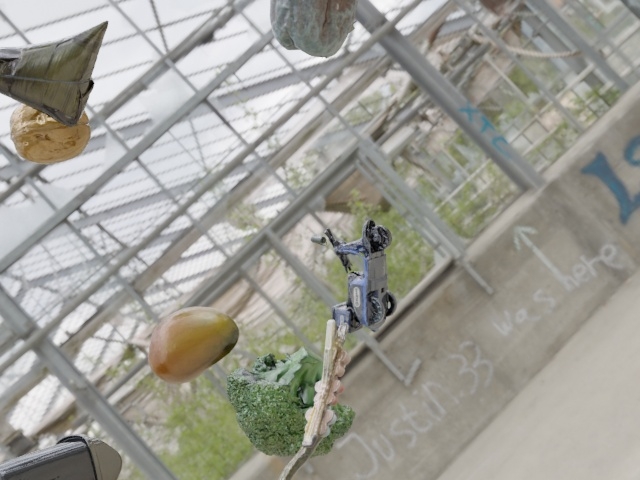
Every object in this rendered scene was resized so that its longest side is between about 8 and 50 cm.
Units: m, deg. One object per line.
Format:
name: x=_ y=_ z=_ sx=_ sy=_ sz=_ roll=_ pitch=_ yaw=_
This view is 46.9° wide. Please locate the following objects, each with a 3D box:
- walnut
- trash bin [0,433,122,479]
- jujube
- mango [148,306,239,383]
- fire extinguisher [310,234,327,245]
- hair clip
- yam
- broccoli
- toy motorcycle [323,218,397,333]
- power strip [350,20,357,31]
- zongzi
walnut: x=-0.774 y=-0.316 z=2.121 sx=0.226 sy=0.193 sz=0.193 roll=-20 pitch=-6 yaw=-5
trash bin: x=-0.642 y=0.573 z=1.762 sx=0.290 sy=0.182 sz=0.209 roll=-7 pitch=-11 yaw=-45
jujube: x=-0.023 y=-0.667 z=2.022 sx=0.247 sy=0.215 sz=0.308 roll=-1 pitch=-68 yaw=-40
mango: x=-0.343 y=0.265 z=1.948 sx=0.254 sy=0.175 sz=0.139 roll=-38 pitch=4 yaw=6
fire extinguisher: x=0.000 y=0.000 z=2.453 sx=0.025 sy=0.038 sz=0.083 roll=-41 pitch=21 yaw=-22
hair clip: x=0.013 y=0.234 z=1.202 sx=0.062 sy=0.056 sz=0.213 roll=-10 pitch=61 yaw=44
yam: x=-0.037 y=0.384 z=1.283 sx=0.029 sy=0.027 sz=0.234 roll=-7 pitch=32 yaw=45
broccoli: x=-0.084 y=0.461 z=2.075 sx=0.310 sy=0.321 sz=0.413 roll=-27 pitch=-5 yaw=2
toy motorcycle: x=0.120 y=0.109 z=2.237 sx=0.213 sy=0.358 sz=0.125 roll=7 pitch=12 yaw=35
power strip: x=0.066 y=-0.710 z=2.522 sx=0.136 sy=0.019 sz=0.051 roll=-34 pitch=-26 yaw=13
zongzi: x=-0.688 y=-0.470 z=1.840 sx=0.300 sy=0.286 sz=0.138 roll=-58 pitch=14 yaw=26
